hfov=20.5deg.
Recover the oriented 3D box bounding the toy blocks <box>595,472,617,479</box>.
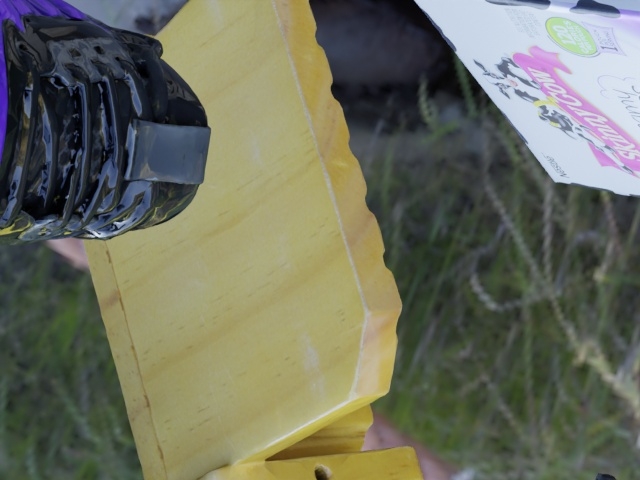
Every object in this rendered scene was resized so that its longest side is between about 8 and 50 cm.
[{"bbox_3d":[-0.013,0.266,0.372,0.309,0.260,0.288,-25,147,-2],"label":"toy blocks"}]

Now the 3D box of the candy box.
[{"bbox_3d":[0.159,-0.077,0.738,0.196,0.070,0.165,14,160,39],"label":"candy box"}]

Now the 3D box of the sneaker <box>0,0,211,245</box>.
[{"bbox_3d":[-0.103,-0.045,0.585,0.146,0.102,0.293,15,-174,-14],"label":"sneaker"}]

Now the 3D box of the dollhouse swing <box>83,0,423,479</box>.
[{"bbox_3d":[0.000,0.000,1.260,0.305,0.347,0.315,-29,160,37],"label":"dollhouse swing"}]
